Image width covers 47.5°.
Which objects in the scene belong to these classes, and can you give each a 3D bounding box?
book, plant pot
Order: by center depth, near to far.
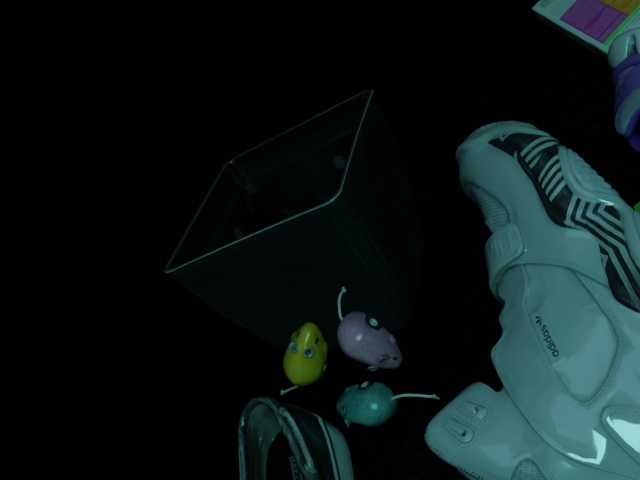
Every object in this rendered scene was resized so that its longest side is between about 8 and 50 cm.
[{"bbox_3d":[0.000,0.000,0.691,0.187,0.167,0.188,-22,30,28],"label":"plant pot"},{"bbox_3d":[0.293,-0.243,0.741,0.096,0.035,0.144,-43,39,12],"label":"book"}]

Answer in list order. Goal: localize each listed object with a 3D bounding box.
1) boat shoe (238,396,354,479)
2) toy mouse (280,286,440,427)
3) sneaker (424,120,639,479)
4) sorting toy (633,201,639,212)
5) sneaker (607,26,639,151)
[{"bbox_3d":[-0.011,0.257,0.563,0.113,0.105,0.306,-31,43,21],"label":"boat shoe"},{"bbox_3d":[0.033,0.118,0.633,0.143,0.161,0.031,23,36,15],"label":"toy mouse"},{"bbox_3d":[0.156,0.063,0.537,0.210,0.137,0.366,-40,43,7],"label":"sneaker"},{"bbox_3d":[0.290,-0.017,0.577,0.083,0.012,0.062,-3,58,41],"label":"sorting toy"},{"bbox_3d":[0.333,-0.116,0.564,0.236,0.095,0.104,2,67,49],"label":"sneaker"}]
